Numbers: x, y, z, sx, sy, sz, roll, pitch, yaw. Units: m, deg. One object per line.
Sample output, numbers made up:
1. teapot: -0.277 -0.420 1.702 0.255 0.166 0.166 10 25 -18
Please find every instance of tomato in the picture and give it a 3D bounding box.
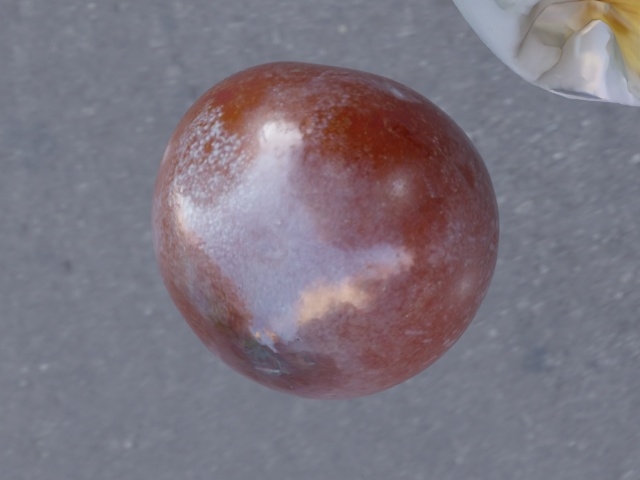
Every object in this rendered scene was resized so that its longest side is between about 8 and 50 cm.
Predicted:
1. tomato: 0.000 0.000 1.490 0.270 0.227 0.270 17 143 13

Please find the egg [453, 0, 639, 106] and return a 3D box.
1. egg: 0.117 -0.168 0.722 0.183 0.183 0.217 -17 59 33
